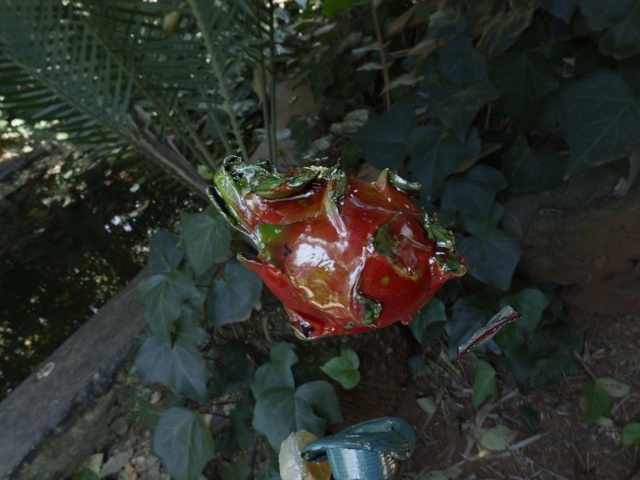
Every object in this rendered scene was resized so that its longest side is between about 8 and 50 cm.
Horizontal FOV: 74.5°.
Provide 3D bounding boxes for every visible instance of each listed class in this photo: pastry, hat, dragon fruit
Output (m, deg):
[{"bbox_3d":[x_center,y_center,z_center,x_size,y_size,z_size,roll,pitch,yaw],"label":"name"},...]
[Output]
[{"bbox_3d":[-0.040,0.553,1.038,0.088,0.166,0.165,-35,37,17],"label":"pastry"},{"bbox_3d":[0.062,0.301,0.584,0.138,0.191,0.077,-22,69,31],"label":"hat"},{"bbox_3d":[0.011,-0.017,0.456,0.200,0.269,0.198,-38,-3,21],"label":"dragon fruit"}]

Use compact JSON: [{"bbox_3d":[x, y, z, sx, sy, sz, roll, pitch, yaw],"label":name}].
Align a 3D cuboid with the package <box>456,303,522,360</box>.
[{"bbox_3d":[0.362,0.196,0.912,0.154,0.239,0.030,-44,69,13],"label":"package"}]
